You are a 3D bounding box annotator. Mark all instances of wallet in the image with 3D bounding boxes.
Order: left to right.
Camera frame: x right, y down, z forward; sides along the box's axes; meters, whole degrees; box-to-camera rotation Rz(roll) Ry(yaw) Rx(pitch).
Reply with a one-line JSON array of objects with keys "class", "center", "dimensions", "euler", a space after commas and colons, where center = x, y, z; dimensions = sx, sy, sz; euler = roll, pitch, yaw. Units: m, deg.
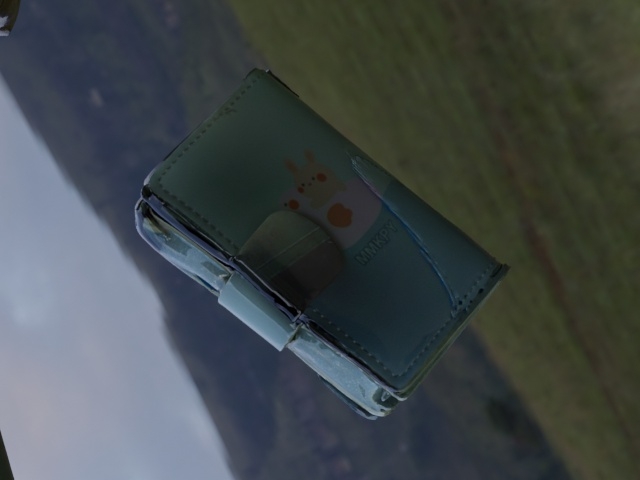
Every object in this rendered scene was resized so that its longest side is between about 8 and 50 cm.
[{"class": "wallet", "center": [0.000, 0.000, 1.426], "dimensions": [0.250, 0.176, 0.075], "euler": [40, 147, 4]}]

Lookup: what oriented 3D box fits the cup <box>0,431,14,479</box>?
[{"class": "cup", "center": [-0.290, 0.200, 1.062], "dimensions": [0.310, 0.401, 0.392], "euler": [43, -141, -62]}]

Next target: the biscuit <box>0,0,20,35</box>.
[{"class": "biscuit", "center": [-0.287, -0.302, 1.243], "dimensions": [0.395, 0.166, 0.342], "euler": [-171, 79, -85]}]
